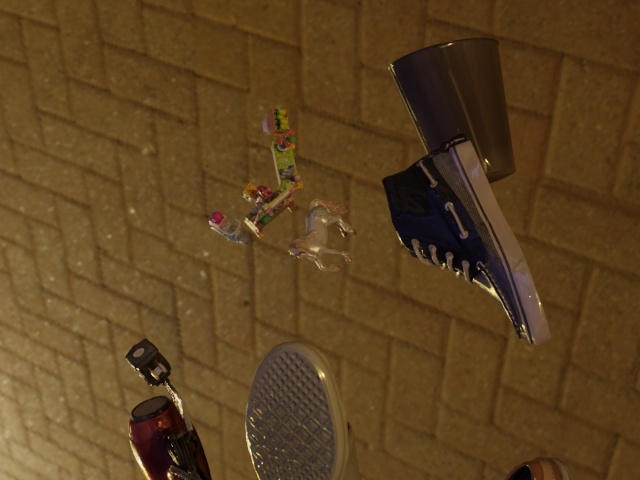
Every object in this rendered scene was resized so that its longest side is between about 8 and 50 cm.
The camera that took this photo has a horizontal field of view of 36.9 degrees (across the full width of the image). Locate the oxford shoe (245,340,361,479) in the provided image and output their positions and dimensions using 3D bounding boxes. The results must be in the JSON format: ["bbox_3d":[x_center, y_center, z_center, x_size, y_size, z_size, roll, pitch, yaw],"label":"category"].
[{"bbox_3d":[-0.006,0.338,1.457,0.169,0.130,0.449,6,119,32],"label":"oxford shoe"}]

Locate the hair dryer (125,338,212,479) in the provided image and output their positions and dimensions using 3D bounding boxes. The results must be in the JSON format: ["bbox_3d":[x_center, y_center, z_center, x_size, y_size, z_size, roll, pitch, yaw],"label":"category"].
[{"bbox_3d":[-0.165,0.270,1.093,0.293,0.080,0.223,83,164,-54],"label":"hair dryer"}]

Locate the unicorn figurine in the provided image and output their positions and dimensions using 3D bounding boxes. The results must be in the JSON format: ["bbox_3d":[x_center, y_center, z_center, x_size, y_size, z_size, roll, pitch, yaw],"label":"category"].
[{"bbox_3d":[0.000,0.000,1.486,0.111,0.162,0.060,26,129,-27],"label":"unicorn figurine"}]

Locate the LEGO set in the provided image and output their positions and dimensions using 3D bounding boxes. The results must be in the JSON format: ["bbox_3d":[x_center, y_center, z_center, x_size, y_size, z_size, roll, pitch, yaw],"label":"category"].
[{"bbox_3d":[-0.088,-0.123,1.762,0.132,0.287,0.107,25,160,-1],"label":"LEGO set"}]

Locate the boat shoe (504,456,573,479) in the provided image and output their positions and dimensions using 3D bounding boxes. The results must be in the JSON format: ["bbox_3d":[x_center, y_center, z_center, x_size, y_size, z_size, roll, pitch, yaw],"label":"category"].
[{"bbox_3d":[0.350,0.545,1.816,0.123,0.116,0.324,37,105,55],"label":"boat shoe"}]

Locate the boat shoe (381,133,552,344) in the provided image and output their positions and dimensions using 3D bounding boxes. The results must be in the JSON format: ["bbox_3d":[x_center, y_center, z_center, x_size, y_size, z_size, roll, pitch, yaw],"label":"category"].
[{"bbox_3d":[0.210,0.019,1.425,0.127,0.158,0.340,51,-163,-64],"label":"boat shoe"}]

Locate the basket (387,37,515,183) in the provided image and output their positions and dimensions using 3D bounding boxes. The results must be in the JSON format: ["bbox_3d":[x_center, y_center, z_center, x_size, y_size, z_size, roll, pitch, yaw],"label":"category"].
[{"bbox_3d":[0.236,-0.206,1.623,0.154,0.204,0.227,145,112,-68],"label":"basket"}]
